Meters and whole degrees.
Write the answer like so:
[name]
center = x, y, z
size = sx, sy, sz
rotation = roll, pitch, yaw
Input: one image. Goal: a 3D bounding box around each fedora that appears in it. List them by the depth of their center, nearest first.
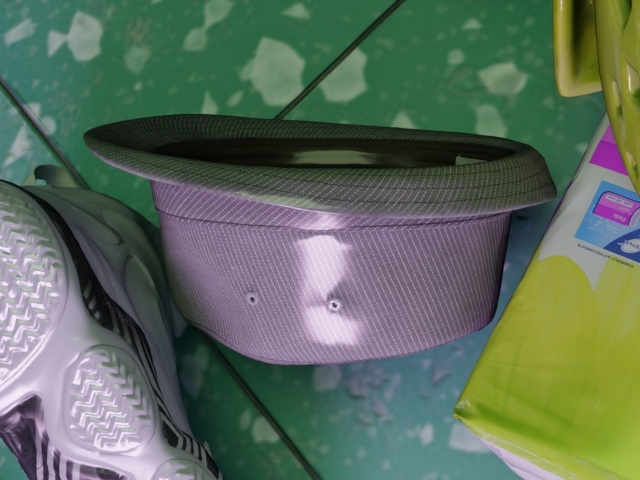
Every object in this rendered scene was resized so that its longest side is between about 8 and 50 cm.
[fedora]
center = 0.000, 0.000, 0.861
size = 0.275, 0.243, 0.124
rotation = 4, 101, 15

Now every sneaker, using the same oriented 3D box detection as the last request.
[sneaker]
center = -0.116, 0.114, 0.897
size = 0.137, 0.210, 0.366
rotation = -26, 98, 13

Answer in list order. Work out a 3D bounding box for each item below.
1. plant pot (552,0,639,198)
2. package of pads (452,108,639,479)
[plant pot]
center = 0.235, -0.144, 0.712
size = 0.227, 0.228, 0.207
rotation = -16, 37, -12
[package of pads]
center = 0.244, 0.072, 0.774
size = 0.296, 0.101, 0.229
rotation = 24, 82, 28
